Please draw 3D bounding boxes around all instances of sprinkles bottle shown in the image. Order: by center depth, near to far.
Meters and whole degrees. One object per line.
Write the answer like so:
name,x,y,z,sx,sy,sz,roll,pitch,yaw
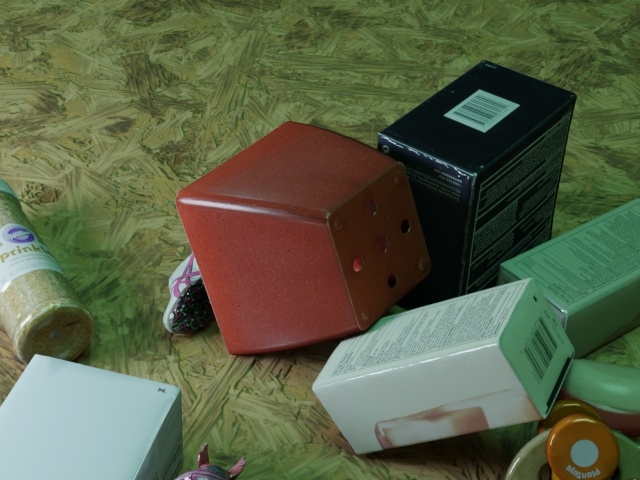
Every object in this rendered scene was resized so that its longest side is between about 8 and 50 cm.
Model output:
sprinkles bottle,-0.457,0.040,1.860,0.121,0.121,0.355,-18,43,-25

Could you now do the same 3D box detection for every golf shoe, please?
golf shoe,-0.197,0.078,1.890,0.086,0.067,0.186,-10,32,31

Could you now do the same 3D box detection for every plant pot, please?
plant pot,0.000,0.000,1.773,0.236,0.267,0.267,4,31,41

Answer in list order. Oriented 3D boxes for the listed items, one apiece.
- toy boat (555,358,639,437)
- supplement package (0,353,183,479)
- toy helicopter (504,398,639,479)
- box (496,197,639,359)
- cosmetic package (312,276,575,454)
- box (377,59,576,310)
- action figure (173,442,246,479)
toy boat,0.379,0.240,1.666,0.151,0.151,0.231,8,-4,6
supplement package,-0.307,0.294,1.527,0.204,0.145,0.262,12,38,10
toy helicopter,0.384,0.357,1.489,0.355,0.235,0.140,24,4,3
box,0.423,0.063,1.904,0.311,0.121,0.148,-22,45,-29
cosmetic package,0.159,0.168,1.621,0.296,0.129,0.153,-17,23,38
box,0.228,-0.073,1.921,0.183,0.294,0.296,26,43,29
action figure,-0.157,0.358,1.327,0.248,0.276,0.370,-10,43,17
